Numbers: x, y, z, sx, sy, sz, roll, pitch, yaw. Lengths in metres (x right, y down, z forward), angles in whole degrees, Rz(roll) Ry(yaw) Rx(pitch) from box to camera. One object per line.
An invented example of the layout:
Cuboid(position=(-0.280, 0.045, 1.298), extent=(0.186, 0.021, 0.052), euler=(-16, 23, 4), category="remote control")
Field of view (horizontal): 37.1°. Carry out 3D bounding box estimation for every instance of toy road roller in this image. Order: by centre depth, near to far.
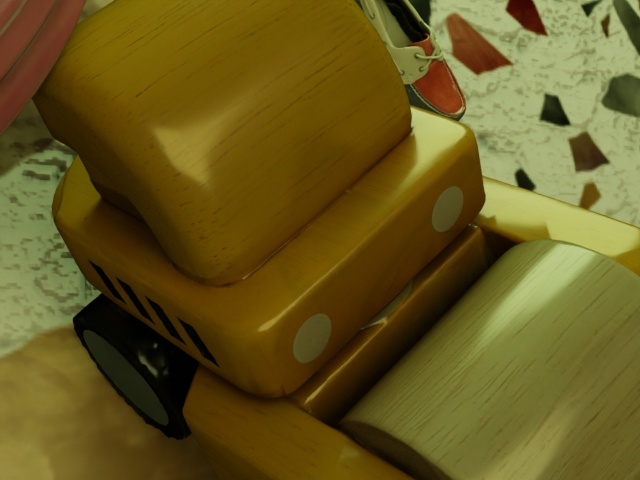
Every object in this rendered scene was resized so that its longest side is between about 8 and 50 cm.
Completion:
Cuboid(position=(0.000, 0.000, 0.458), extent=(0.202, 0.330, 0.240), euler=(-42, 136, -25), category="toy road roller")

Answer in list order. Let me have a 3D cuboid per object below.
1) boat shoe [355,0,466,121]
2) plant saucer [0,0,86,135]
Cuboid(position=(0.064, -0.142, 0.697), extent=(0.049, 0.043, 0.137), euler=(-41, 96, -31), category="boat shoe")
Cuboid(position=(-0.228, -0.107, 0.432), extent=(0.084, 0.332, 0.332), euler=(51, 53, -47), category="plant saucer")
